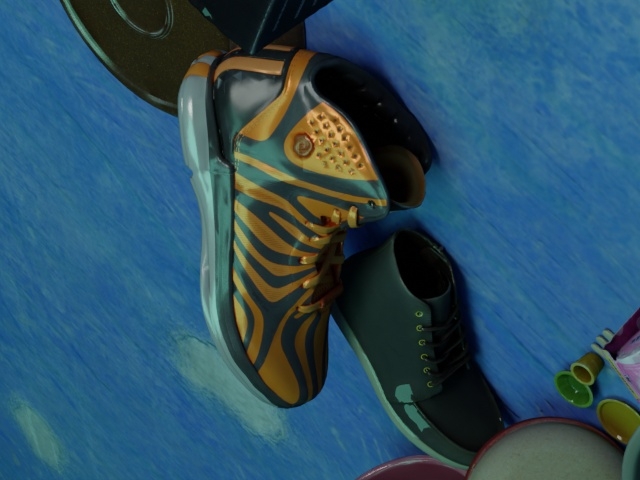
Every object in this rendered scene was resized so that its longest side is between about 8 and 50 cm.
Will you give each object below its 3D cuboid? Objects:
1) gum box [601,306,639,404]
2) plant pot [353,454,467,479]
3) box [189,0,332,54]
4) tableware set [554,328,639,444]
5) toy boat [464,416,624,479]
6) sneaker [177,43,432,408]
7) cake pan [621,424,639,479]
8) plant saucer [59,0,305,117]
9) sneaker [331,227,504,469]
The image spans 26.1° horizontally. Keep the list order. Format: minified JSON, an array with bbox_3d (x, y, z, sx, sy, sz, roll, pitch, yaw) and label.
[{"bbox_3d":[0.262,0.054,0.834,0.107,0.188,0.062,52,148,-4],"label":"gum box"},{"bbox_3d":[0.109,0.338,1.330,0.201,0.201,0.180,13,148,44],"label":"plant pot"},{"bbox_3d":[0.009,-0.235,0.832,0.108,0.207,0.153,45,147,9],"label":"box"},{"bbox_3d":[0.256,0.146,1.092,0.154,0.024,0.104,42,147,12],"label":"tableware set"},{"bbox_3d":[0.218,0.255,1.171,0.231,0.151,0.151,51,177,-2],"label":"toy boat"},{"bbox_3d":[0.000,0.000,1.108,0.180,0.124,0.321,2,119,27],"label":"sneaker"},{"bbox_3d":[0.358,0.204,0.975,0.293,0.054,0.293,26,140,24],"label":"cake pan"},{"bbox_3d":[-0.144,-0.221,1.186,0.311,0.050,0.310,32,145,26],"label":"plant saucer"},{"bbox_3d":[0.098,0.098,1.181,0.222,0.083,0.118,52,148,0],"label":"sneaker"}]
